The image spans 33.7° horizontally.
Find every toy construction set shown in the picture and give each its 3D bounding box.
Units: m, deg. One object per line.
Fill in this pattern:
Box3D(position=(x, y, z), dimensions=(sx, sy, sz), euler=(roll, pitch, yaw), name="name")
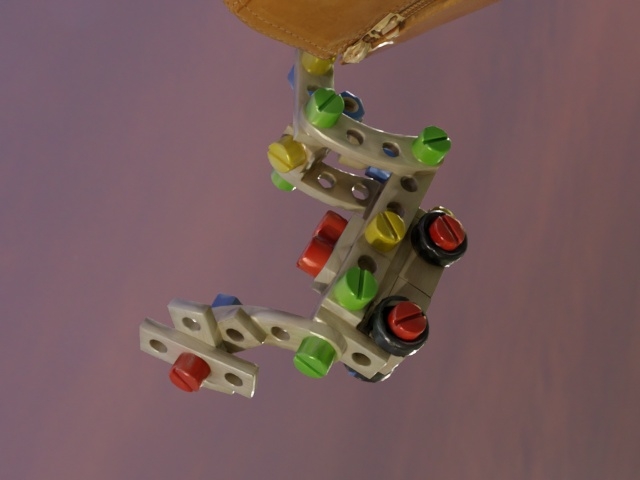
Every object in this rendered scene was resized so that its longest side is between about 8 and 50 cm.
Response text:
Box3D(position=(0.000, 0.000, 0.885), dimensions=(0.327, 0.215, 0.151), euler=(-59, 5, -24), name="toy construction set")

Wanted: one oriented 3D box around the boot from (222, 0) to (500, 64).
Box3D(position=(0.107, -0.165, 0.541), dimensions=(0.295, 0.211, 0.104), euler=(-4, -110, -42), name="boot")
